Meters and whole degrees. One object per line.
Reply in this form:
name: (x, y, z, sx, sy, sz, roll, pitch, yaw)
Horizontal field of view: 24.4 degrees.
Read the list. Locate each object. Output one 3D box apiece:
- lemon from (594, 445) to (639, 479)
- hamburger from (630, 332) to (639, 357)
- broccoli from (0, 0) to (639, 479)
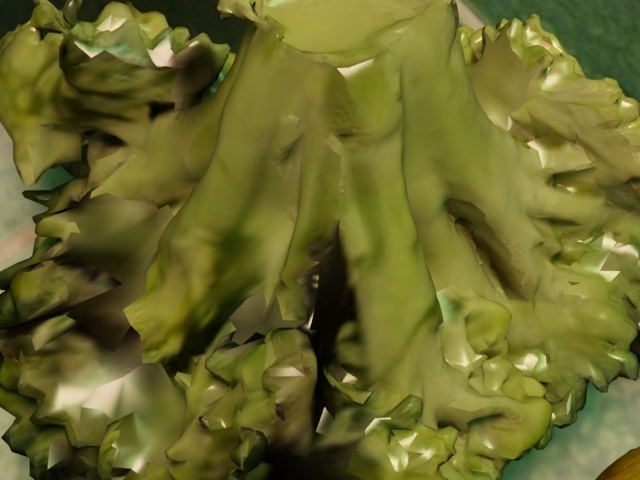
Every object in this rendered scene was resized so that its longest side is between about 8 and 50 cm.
lemon: (0.201, 0.215, 0.619, 0.297, 0.297, 0.297, 4, 64, -8)
hamburger: (0.227, 0.010, 0.823, 0.185, 0.113, 0.177, -19, 75, -9)
broccoli: (0.011, 0.003, 0.674, 0.347, 0.281, 0.293, -10, 50, -2)
